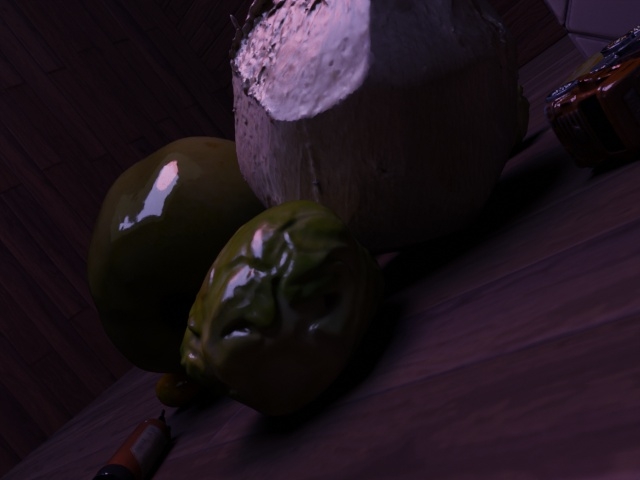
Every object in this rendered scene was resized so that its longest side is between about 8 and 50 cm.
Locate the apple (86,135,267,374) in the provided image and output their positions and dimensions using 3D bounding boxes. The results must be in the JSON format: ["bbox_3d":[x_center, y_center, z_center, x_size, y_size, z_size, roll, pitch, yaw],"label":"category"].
[{"bbox_3d":[-0.176,0.026,0.925,0.357,0.357,0.357,-37,4,3],"label":"apple"}]

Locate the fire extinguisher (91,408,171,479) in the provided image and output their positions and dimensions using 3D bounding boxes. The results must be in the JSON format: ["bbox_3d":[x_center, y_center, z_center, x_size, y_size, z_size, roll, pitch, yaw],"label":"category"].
[{"bbox_3d":[-0.218,0.258,0.730,0.177,0.050,0.062,-55,-20,-79],"label":"fire extinguisher"}]

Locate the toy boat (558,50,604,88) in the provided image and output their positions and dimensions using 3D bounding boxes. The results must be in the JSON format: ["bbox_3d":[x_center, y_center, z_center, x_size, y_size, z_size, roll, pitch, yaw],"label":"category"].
[{"bbox_3d":[0.369,-0.216,0.817,0.066,0.065,0.172,-13,16,47],"label":"toy boat"}]

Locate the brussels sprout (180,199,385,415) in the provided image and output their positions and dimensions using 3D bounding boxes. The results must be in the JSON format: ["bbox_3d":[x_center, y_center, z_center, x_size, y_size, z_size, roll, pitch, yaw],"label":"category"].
[{"bbox_3d":[-0.042,0.062,0.582,0.223,0.161,0.223,-34,9,6],"label":"brussels sprout"}]

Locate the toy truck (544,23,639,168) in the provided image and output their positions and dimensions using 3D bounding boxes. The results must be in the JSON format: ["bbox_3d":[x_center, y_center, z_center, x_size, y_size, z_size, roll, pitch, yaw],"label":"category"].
[{"bbox_3d":[0.300,-0.149,0.556,0.192,0.083,0.092,-38,10,-18],"label":"toy truck"}]

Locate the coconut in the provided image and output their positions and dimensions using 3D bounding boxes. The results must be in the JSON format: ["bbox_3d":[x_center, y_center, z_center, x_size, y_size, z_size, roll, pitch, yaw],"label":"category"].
[{"bbox_3d":[0.068,-0.139,0.746,0.347,0.360,0.346,-6,26,3],"label":"coconut"}]

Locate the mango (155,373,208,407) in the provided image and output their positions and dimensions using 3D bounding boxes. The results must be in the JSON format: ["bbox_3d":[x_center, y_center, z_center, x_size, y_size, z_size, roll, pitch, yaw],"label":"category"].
[{"bbox_3d":[-0.213,0.226,0.952,0.079,0.057,0.114,-28,3,-41],"label":"mango"}]

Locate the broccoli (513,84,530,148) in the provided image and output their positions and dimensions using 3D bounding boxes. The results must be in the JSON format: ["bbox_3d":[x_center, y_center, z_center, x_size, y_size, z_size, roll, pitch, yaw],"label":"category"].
[{"bbox_3d":[0.160,-0.166,1.098,0.397,0.274,0.353,-30,28,13],"label":"broccoli"}]

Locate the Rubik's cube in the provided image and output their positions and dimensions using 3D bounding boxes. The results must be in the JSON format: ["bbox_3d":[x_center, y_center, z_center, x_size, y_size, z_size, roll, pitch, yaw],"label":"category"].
[{"bbox_3d":[0.493,-0.412,0.932,0.205,0.207,0.205,-39,6,-32],"label":"Rubik's cube"}]
